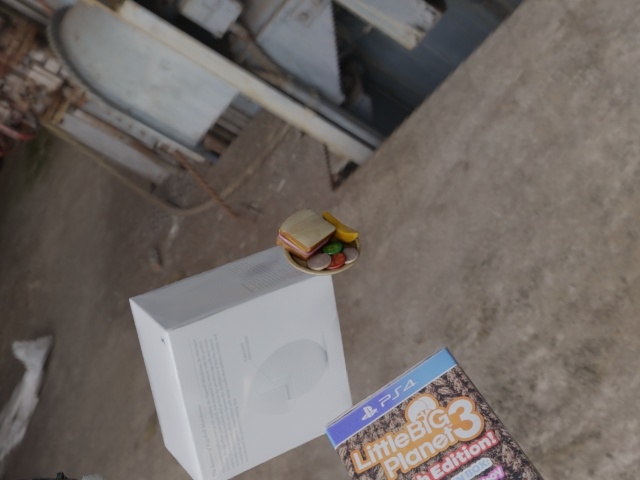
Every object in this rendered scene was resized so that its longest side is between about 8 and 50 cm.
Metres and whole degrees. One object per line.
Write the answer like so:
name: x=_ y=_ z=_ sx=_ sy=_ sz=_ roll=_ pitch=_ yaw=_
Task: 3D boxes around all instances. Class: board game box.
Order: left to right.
board game box: x=0.159 y=0.286 z=0.876 sx=0.141 sy=0.232 sz=0.291 roll=-33 pitch=44 yaw=0

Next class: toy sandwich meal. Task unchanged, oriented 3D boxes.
toy sandwich meal: x=0.000 y=0.000 z=0.956 sx=0.086 sy=0.085 sz=0.029 roll=-98 pitch=5 yaw=-48

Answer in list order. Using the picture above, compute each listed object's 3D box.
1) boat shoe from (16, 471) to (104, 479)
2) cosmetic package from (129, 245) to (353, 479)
boat shoe: x=-0.220 y=0.340 z=0.772 sx=0.114 sy=0.091 sz=0.303 roll=104 pitch=164 yaw=-56
cosmetic package: x=-0.098 y=0.155 z=1.229 sx=0.138 sy=0.224 sz=0.224 roll=24 pitch=129 yaw=55
